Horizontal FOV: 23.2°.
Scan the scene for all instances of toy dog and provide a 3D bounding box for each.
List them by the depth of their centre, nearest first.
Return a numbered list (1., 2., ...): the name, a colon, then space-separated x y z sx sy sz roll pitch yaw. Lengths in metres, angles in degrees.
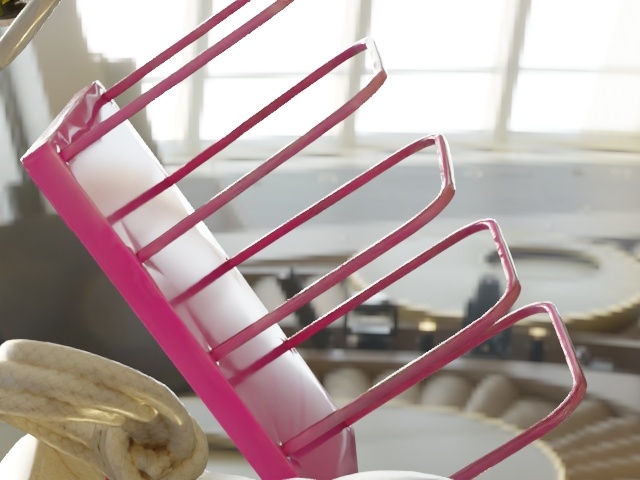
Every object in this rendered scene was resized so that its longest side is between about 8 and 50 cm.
1. toy dog: -0.054 0.169 0.623 0.220 0.161 0.334 18 163 -3

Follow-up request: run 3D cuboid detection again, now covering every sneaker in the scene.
1. sneaker: -0.288 -0.208 1.362 0.083 0.035 0.031 7 -151 24

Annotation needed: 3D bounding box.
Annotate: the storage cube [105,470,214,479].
1. storage cube: -0.104 0.259 0.994 0.215 0.184 0.193 -11 156 27

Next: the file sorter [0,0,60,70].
1. file sorter: -0.130 -0.186 0.540 0.193 0.173 0.278 37 -148 -14

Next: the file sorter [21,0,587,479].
1. file sorter: 0.000 0.000 0.913 0.182 0.291 0.202 -34 -167 8
